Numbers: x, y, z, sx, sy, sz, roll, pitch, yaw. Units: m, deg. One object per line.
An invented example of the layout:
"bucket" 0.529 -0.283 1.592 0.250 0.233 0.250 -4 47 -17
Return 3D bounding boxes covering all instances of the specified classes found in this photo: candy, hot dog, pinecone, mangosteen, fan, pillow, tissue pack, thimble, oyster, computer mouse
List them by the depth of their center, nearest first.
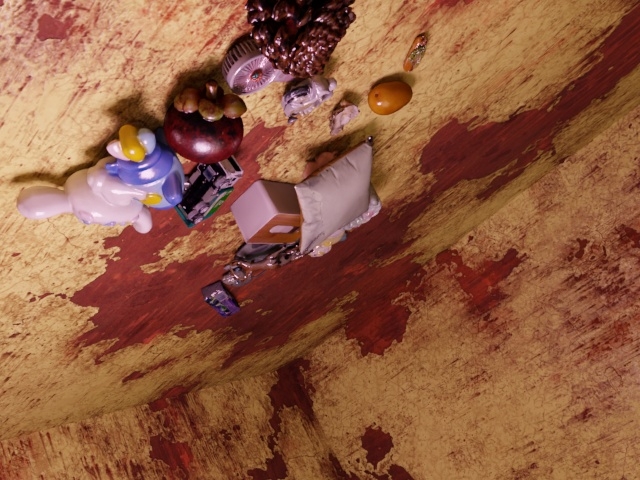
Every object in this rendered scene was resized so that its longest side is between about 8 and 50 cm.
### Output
"pinecone" -0.047 -0.437 1.287 0.221 0.221 0.221 -26 160 -10
"mangosteen" -0.254 -0.268 1.461 0.199 0.200 0.200 -26 160 -10
"fan" -0.114 -0.391 1.490 0.244 0.074 0.130 -14 156 -47
"hot dog" 0.260 -0.501 1.777 0.056 0.041 0.133 -22 159 -21
"oyster" 0.060 -0.355 1.846 0.103 0.051 0.148 -33 172 -25
"pillow" 0.045 -0.133 2.015 0.310 0.119 0.312 -32 146 -24
"tissue pack" -0.140 -0.089 2.097 0.159 0.136 0.246 -40 157 29
"thimble" 0.098 -0.138 2.288 0.185 0.149 0.211 -39 158 32
"computer mouse" -0.208 0.021 2.360 0.379 0.090 0.167 -23 157 26
"candy" -0.401 0.241 2.653 0.088 0.061 0.312 -27 159 -4

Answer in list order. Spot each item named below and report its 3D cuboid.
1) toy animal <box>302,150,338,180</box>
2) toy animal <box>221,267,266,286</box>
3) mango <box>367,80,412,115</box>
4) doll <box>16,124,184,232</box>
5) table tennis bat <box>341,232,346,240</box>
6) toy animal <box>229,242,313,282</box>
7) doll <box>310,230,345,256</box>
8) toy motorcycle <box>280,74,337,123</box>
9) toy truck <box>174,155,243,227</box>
"toy animal" -0.001 -0.224 2.040 0.083 0.089 0.150 30 107 -38
"toy animal" -0.274 0.132 2.559 0.252 0.070 0.079 -16 172 -41
"mango" 0.207 -0.408 1.874 0.184 0.085 0.102 -16 158 -46
"doll" -0.442 -0.123 1.524 0.365 0.187 0.376 -30 180 25
"table tennis bat" 0.000 0.000 2.660 0.244 0.040 0.153 -11 151 -31
"toy animal" -0.167 0.077 2.261 0.243 0.087 0.260 -4 167 -32
"doll" 0.013 -0.010 2.496 0.141 0.117 0.296 -7 146 -20
"toy motorcycle" -0.029 -0.361 1.633 0.151 0.074 0.228 -27 179 -2
"toy truck" -0.313 -0.138 1.788 0.253 0.114 0.124 -43 169 34
